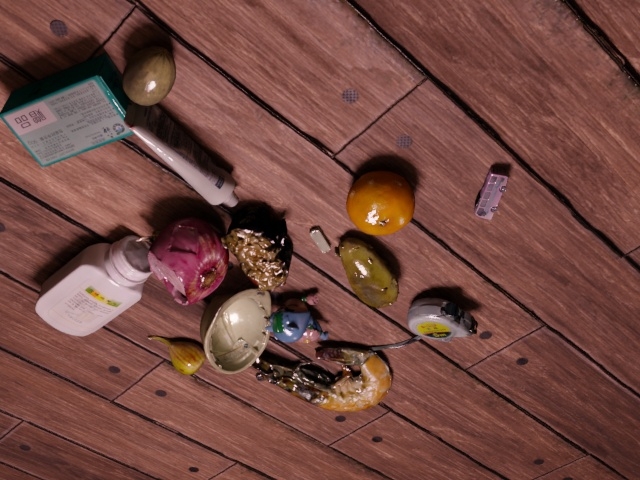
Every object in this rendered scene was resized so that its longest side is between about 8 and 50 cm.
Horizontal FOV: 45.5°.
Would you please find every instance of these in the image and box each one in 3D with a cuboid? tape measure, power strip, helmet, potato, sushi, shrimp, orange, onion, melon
[{"bbox_3d":[0.243,0.223,2.047,0.330,0.084,0.164,-14,133,38],"label":"tape measure"},{"bbox_3d":[0.000,0.000,1.860,0.027,0.017,0.083,-18,130,18],"label":"power strip"},{"bbox_3d":[-0.239,0.205,1.981,0.204,0.137,0.257,-13,125,-38],"label":"helmet"},{"bbox_3d":[0.117,0.080,1.884,0.117,0.090,0.225,-19,123,26],"label":"potato"},{"bbox_3d":[-0.132,0.023,1.819,0.147,0.115,0.212,-12,131,13],"label":"sushi"},{"bbox_3d":[0.005,0.379,2.172,0.445,0.085,0.272,19,128,-20],"label":"shrimp"},{"bbox_3d":[0.136,-0.080,1.711,0.156,0.124,0.156,3,133,3],"label":"orange"},{"bbox_3d":[-0.301,0.041,1.800,0.201,0.200,0.207,-16,116,15],"label":"onion"},{"bbox_3d":[-0.338,-0.326,1.509,0.098,0.098,0.130,25,126,-20],"label":"melon"}]

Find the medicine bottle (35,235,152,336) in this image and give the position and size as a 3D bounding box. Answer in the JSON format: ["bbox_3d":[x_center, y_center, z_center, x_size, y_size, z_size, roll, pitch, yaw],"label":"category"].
[{"bbox_3d":[-0.553,0.111,1.906,0.324,0.124,0.179,-33,126,30],"label":"medicine bottle"}]

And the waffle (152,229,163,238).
[{"bbox_3d":[-0.374,0.004,1.874,0.085,0.016,0.078,10,129,-8],"label":"waffle"}]

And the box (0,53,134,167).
[{"bbox_3d":[-0.509,-0.264,1.574,0.245,0.092,0.153,-17,130,15],"label":"box"}]

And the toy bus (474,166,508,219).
[{"bbox_3d":[0.389,-0.107,1.739,0.052,0.037,0.130,10,132,-5],"label":"toy bus"}]

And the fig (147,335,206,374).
[{"bbox_3d":[-0.401,0.315,2.115,0.166,0.093,0.093,27,128,-21],"label":"fig"}]

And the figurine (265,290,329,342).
[{"bbox_3d":[-0.053,0.204,2.004,0.114,0.144,0.178,10,170,44],"label":"figurine"}]

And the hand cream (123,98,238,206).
[{"bbox_3d":[-0.294,-0.180,1.640,0.078,0.124,0.341,-26,132,25],"label":"hand cream"}]
